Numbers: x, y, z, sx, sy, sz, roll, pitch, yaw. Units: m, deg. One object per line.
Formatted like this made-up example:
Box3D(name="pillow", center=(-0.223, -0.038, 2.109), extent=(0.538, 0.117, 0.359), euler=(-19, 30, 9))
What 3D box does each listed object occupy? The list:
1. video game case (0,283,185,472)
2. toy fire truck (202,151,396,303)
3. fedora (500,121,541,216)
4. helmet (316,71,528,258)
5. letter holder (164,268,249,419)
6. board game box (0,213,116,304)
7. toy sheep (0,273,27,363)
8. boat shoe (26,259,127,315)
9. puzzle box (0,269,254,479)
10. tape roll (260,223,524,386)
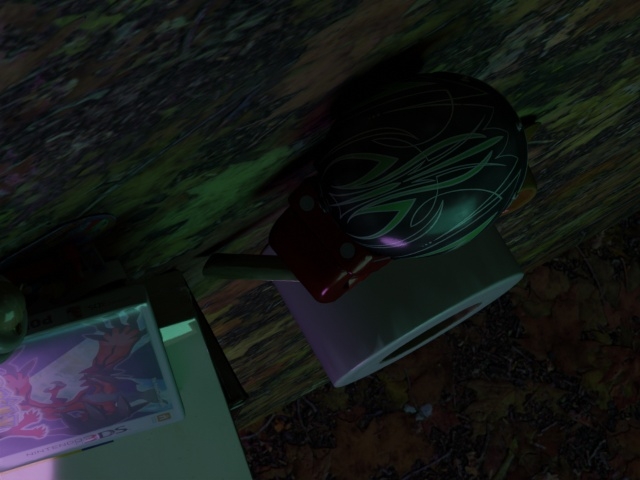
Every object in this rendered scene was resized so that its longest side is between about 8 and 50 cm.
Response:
Box3D(name="video game case", center=(-0.211, 0.117, 1.572), extent=(0.183, 0.023, 0.201), euler=(-16, 147, -4))
Box3D(name="toy fire truck", center=(0.000, 0.000, 1.870), extent=(0.246, 0.158, 0.217), euler=(-45, 168, 19))
Box3D(name="fedora", center=(0.198, -0.066, 2.305), extent=(0.194, 0.079, 0.194), euler=(-30, 172, -4))
Box3D(name="helmet", center=(0.084, -0.063, 1.646), extent=(0.169, 0.169, 0.161), euler=(-28, -172, -16))
Box3D(name="letter holder", center=(-0.218, 0.174, 2.032), extent=(0.214, 0.152, 0.302), euler=(-26, 171, -14))
Box3D(name="board game box", center=(-0.231, 0.036, 1.569), extent=(0.168, 0.033, 0.133), euler=(-31, 172, -1))
Box3D(name="toy sheep", center=(-0.267, 0.062, 1.438), extent=(0.132, 0.091, 0.091), euler=(-21, 179, 34))
Box3D(name="boat shoe", center=(-0.265, 0.128, 1.785), extent=(0.114, 0.091, 0.302), euler=(-19, 166, -47))
Box3D(name="puzzle box", center=(-0.210, 0.182, 1.745), extent=(0.272, 0.052, 0.409), euler=(-16, 148, -3))
Box3D(name="tape roll", center=(0.079, 0.030, 2.147), extent=(0.246, 0.169, 0.246), euler=(-30, 171, -5))
